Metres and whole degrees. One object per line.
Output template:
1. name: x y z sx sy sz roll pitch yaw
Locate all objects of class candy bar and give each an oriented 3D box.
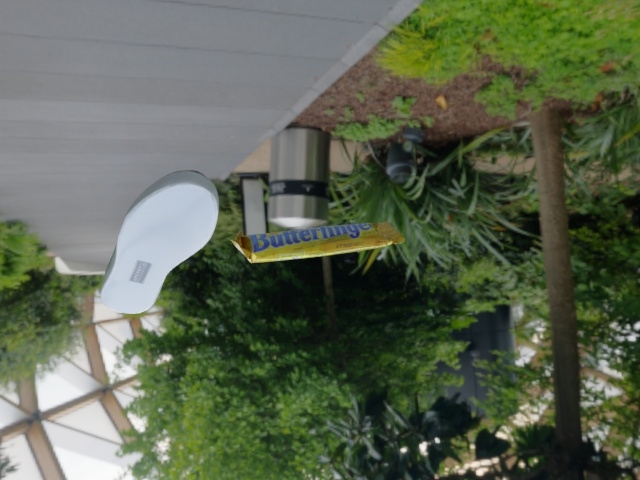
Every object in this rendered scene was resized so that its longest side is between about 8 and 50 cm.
1. candy bar: 0.000 0.000 0.500 0.161 0.018 0.040 -6 -148 -26

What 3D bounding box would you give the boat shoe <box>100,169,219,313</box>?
1. boat shoe: -0.168 -0.007 0.576 0.080 0.076 0.228 17 136 -22
